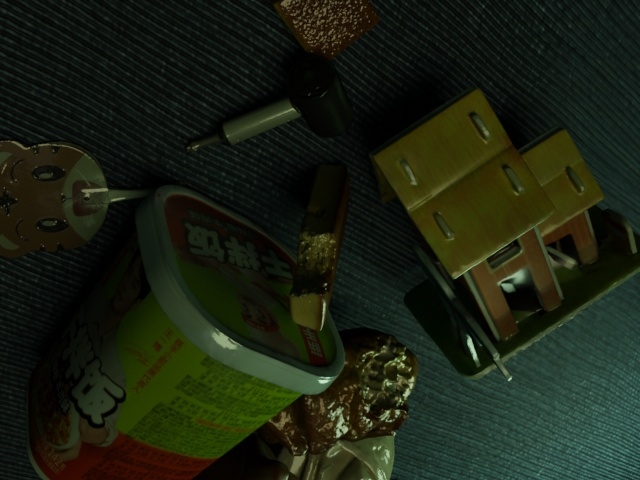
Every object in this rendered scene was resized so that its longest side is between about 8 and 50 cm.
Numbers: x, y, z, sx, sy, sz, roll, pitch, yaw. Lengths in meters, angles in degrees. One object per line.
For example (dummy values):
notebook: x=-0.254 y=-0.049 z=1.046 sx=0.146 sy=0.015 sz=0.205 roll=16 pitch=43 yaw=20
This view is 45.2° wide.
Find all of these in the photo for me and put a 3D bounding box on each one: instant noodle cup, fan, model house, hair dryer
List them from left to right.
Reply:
fan: x=-0.267 y=-0.049 z=0.880 sx=0.227 sy=0.008 sz=0.152 roll=-5 pitch=124 yaw=-20
instant noodle cup: x=-0.176 y=0.141 z=0.905 sx=0.294 sy=0.294 sz=0.308 roll=30 pitch=114 yaw=-36
hair dryer: x=-0.063 y=-0.137 z=0.882 sx=0.198 sy=0.057 sz=0.100 roll=-19 pitch=154 yaw=7
model house: x=0.233 y=-0.018 z=0.916 sx=0.300 sy=0.340 sz=0.323 roll=-34 pitch=125 yaw=-1

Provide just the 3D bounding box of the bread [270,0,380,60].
bread: x=0.004 y=-0.253 z=0.842 sx=0.090 sy=0.035 sz=0.094 roll=-38 pitch=129 yaw=4

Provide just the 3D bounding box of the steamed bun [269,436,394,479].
steamed bun: x=0.020 y=0.374 z=1.207 sx=0.218 sy=0.144 sz=0.211 roll=15 pitch=115 yaw=-30

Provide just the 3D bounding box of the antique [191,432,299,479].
antique: x=-0.150 y=0.366 z=1.063 sx=0.278 sy=0.223 sz=0.129 roll=-12 pitch=136 yaw=30

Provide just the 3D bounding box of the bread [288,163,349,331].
bread: x=0.000 y=0.000 z=0.898 sx=0.049 sy=0.226 sz=0.088 roll=7 pitch=124 yaw=4

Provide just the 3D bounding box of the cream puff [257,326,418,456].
cream puff: x=0.019 y=0.203 z=1.059 sx=0.269 sy=0.241 sz=0.155 roll=-5 pitch=82 yaw=-22
